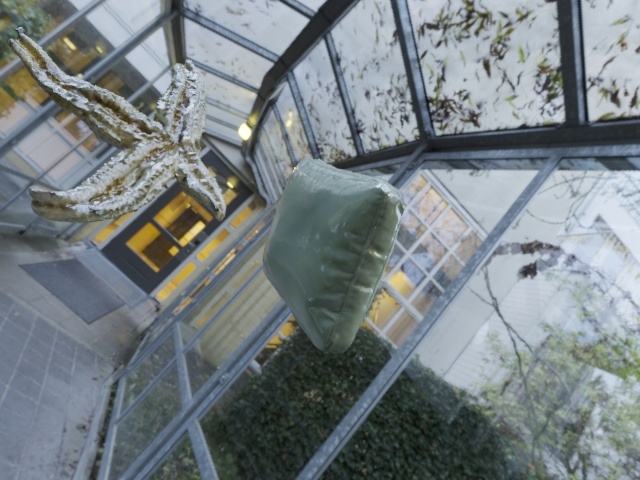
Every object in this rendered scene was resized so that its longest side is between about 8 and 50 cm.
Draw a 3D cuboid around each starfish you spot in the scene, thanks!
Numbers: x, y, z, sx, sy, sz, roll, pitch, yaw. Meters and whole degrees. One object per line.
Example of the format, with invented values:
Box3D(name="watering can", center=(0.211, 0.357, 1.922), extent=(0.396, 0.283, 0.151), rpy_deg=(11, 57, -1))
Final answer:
Box3D(name="starfish", center=(-0.310, -0.190, 0.668), extent=(0.082, 0.323, 0.433), rpy_deg=(-46, -127, 42))

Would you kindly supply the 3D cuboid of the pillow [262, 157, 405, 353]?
Box3D(name="pillow", center=(0.000, 0.000, 0.674), extent=(0.119, 0.256, 0.322), rpy_deg=(16, 9, -28))
